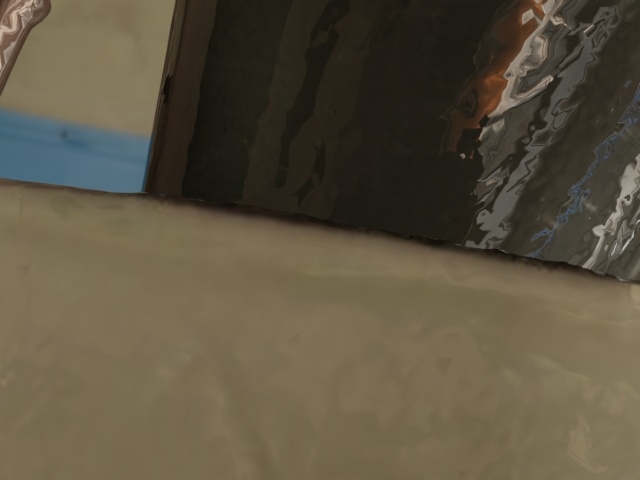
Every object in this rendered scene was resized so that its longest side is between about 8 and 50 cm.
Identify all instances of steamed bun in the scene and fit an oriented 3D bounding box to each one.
[{"bbox_3d":[-0.006,0.088,0.461,0.146,0.241,0.164,63,37,-75],"label":"steamed bun"}]

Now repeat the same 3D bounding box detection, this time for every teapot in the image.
[{"bbox_3d":[0.000,0.000,0.735,0.344,0.300,0.253,-66,-166,-10],"label":"teapot"}]
